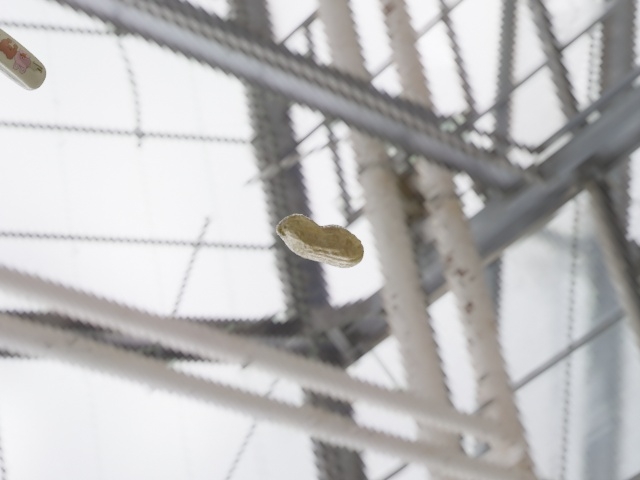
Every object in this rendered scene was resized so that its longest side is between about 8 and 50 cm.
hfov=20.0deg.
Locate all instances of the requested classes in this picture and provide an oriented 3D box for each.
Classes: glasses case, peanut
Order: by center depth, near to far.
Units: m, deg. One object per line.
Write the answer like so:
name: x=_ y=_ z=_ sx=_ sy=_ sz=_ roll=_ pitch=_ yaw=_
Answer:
glasses case: x=-0.296 y=-0.175 z=1.726 sx=0.083 sy=0.021 sz=0.032 roll=40 pitch=-123 yaw=-25
peanut: x=0.000 y=0.000 z=2.224 sx=0.113 sy=0.054 sz=0.054 roll=20 pitch=-143 yaw=2
